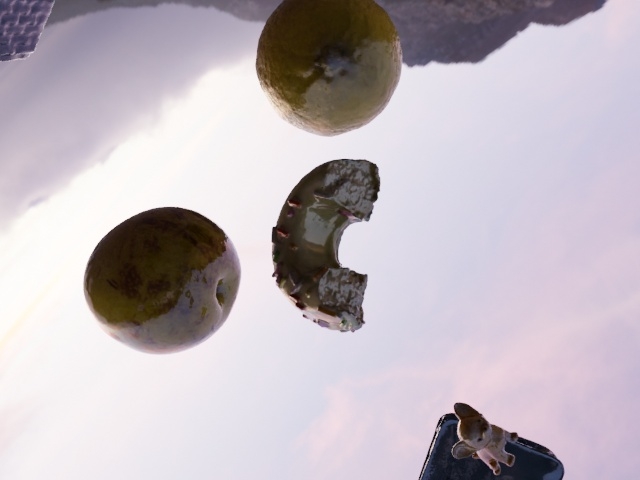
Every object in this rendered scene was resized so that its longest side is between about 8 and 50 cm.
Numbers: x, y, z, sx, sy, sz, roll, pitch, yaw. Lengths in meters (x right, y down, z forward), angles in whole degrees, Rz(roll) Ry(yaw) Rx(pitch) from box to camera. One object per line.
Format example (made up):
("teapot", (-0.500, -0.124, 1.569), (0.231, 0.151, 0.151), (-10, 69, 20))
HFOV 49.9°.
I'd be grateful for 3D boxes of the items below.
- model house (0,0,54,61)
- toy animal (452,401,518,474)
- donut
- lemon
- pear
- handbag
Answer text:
("model house", (-0.385, -0.288, 0.668), (0.284, 0.243, 0.298), (-4, -163, 18))
("toy animal", (0.176, 0.223, 0.773), (0.081, 0.083, 0.060), (-34, -146, 61))
("donut", (-0.003, 0.003, 0.655), (0.108, 0.065, 0.166), (-8, -109, 45))
("lemon", (0.016, -0.324, 1.250), (0.293, 0.293, 0.293), (-33, -152, 20))
("pear", (-0.286, 0.072, 1.241), (0.281, 0.281, 0.280), (-33, -152, 20))
("handbag", (0.293, 0.418, 1.202), (0.062, 0.229, 0.179), (6, 102, -84))
